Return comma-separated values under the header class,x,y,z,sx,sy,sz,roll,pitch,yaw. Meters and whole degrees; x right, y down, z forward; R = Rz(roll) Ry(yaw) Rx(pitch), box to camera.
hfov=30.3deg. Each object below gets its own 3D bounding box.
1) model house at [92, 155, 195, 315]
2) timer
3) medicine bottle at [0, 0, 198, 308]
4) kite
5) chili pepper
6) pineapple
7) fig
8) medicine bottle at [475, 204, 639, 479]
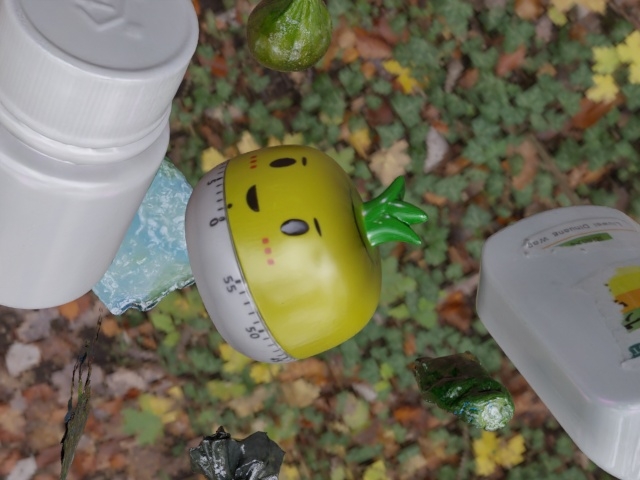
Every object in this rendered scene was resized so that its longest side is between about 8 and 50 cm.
class,x,y,z,sx,sy,sz,roll,pitch,yaw
model house,-0.328,-0.054,1.924,0.226,0.241,0.261,-36,130,-7
timer,0.000,0.000,1.421,0.285,0.285,0.285,-16,140,-14
medicine bottle,-0.169,-0.070,0.757,0.139,0.139,0.237,-2,146,-28
kite,-0.331,0.216,1.622,0.015,0.152,0.285,15,131,-4
chili pepper,0.169,0.175,1.469,0.098,0.224,0.061,-12,105,-9
pineapple,-0.072,0.302,1.186,0.111,0.237,0.119,-17,171,4
fig,-0.043,-0.307,1.642,0.123,0.123,0.156,-18,156,-11
medicine bottle,0.246,0.091,0.907,0.161,0.296,0.111,-12,129,-16
